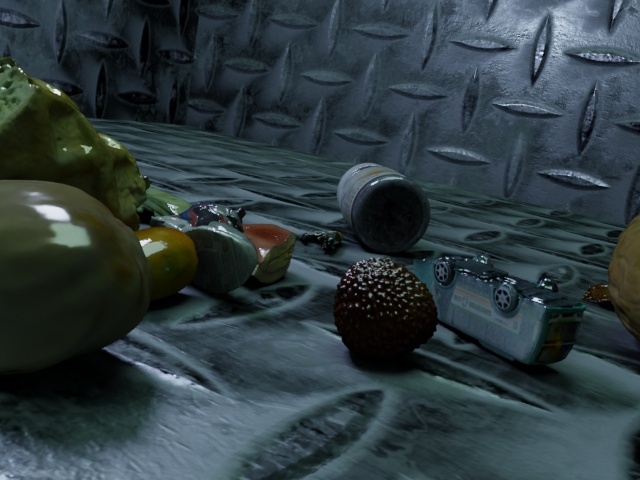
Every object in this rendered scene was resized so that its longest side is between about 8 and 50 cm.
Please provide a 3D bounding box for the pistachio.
[{"bbox_3d":[-0.292,0.037,0.624,0.287,0.197,0.166,3,-34,21],"label":"pistachio"}]

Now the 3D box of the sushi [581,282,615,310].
[{"bbox_3d":[0.534,0.105,1.198,0.050,0.047,0.099,17,-9,-27],"label":"sushi"}]

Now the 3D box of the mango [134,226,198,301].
[{"bbox_3d":[-0.228,0.034,0.820,0.111,0.090,0.163,4,17,33],"label":"mango"}]

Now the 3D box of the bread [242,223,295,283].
[{"bbox_3d":[-0.099,0.017,1.032,0.119,0.067,0.192,-9,20,-30],"label":"bread"}]

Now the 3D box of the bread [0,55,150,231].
[{"bbox_3d":[-0.379,-0.098,0.857,0.238,0.196,0.252,22,-21,32],"label":"bread"}]

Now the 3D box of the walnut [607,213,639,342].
[{"bbox_3d":[0.573,0.060,0.949,0.277,0.252,0.313,21,17,-2],"label":"walnut"}]

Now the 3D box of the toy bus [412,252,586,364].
[{"bbox_3d":[0.231,0.084,0.899,0.091,0.109,0.261,1,13,-30],"label":"toy bus"}]

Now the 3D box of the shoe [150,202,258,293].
[{"bbox_3d":[-0.146,0.001,0.945,0.227,0.099,0.125,16,29,43],"label":"shoe"}]

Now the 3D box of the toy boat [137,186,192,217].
[{"bbox_3d":[-0.335,-0.071,1.278,0.293,0.055,0.093,21,14,40],"label":"toy boat"}]

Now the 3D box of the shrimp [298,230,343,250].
[{"bbox_3d":[0.000,0.000,1.294,0.091,0.034,0.161,-2,6,3],"label":"shrimp"}]

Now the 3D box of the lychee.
[{"bbox_3d":[0.073,0.081,0.763,0.123,0.129,0.123,-10,42,9],"label":"lychee"}]

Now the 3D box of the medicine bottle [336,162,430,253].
[{"bbox_3d":[0.127,-0.080,1.430,0.165,0.165,0.273,8,13,-10],"label":"medicine bottle"}]
